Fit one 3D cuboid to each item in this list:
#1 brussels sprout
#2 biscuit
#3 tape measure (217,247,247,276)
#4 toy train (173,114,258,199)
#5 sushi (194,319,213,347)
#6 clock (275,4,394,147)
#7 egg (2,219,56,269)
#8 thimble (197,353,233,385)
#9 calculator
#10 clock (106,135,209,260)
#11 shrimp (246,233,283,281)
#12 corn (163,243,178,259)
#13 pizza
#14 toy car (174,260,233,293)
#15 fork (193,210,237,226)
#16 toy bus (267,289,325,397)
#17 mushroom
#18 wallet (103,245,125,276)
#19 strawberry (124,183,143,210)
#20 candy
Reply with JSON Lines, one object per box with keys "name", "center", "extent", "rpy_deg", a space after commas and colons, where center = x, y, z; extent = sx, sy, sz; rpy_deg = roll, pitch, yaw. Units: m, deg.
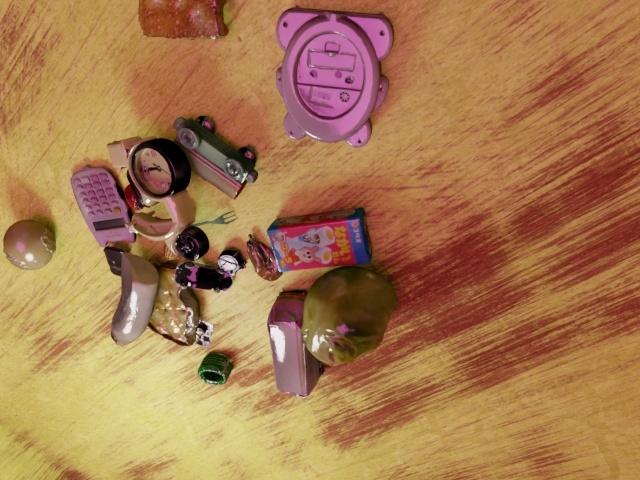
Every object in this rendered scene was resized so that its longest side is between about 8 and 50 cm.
{"name": "brussels sprout", "center": [0.090, 0.242, 1.299], "extent": [0.343, 0.268, 0.345], "rpy_deg": [-5, 114, -12]}
{"name": "biscuit", "center": [-0.558, 0.225, 1.555], "extent": [0.329, 0.078, 0.335], "rpy_deg": [39, 117, 0]}
{"name": "tape measure", "center": [-0.308, 0.073, 1.437], "extent": [0.091, 0.054, 0.094], "rpy_deg": [-33, 113, 24]}
{"name": "toy train", "center": [-0.325, -0.244, 1.250], "extent": [0.285, 0.116, 0.177], "rpy_deg": [34, 132, -7]}
{"name": "sushi", "center": [-0.536, 0.362, 1.656], "extent": [0.200, 0.031, 0.139], "rpy_deg": [19, 120, 3]}
{"name": "clock", "center": [0.029, -0.414, 1.068], "extent": [0.295, 0.113, 0.323], "rpy_deg": [9, 121, 8]}
{"name": "egg", "center": [-1.066, 0.018, 1.524], "extent": [0.164, 0.164, 0.202], "rpy_deg": [17, 122, 3]}
{"name": "thimble", "center": [-0.425, 0.525, 1.684], "extent": [0.130, 0.090, 0.118], "rpy_deg": [-18, 115, 22]}
{"name": "calculator", "center": [-0.755, -0.122, 1.448], "extent": [0.194, 0.043, 0.295], "rpy_deg": [-6, 112, 17]}
{"name": "clock", "center": [-0.490, -0.123, 1.261], "extent": [0.276, 0.120, 0.380], "rpy_deg": [4, 113, 24]}
{"name": "shrimp", "center": [-0.195, 0.056, 1.413], "extent": [0.101, 0.042, 0.190], "rpy_deg": [-29, 109, 3]}
{"name": "corn", "center": [-0.492, -0.011, 1.426], "extent": [0.068, 0.068, 0.207], "rpy_deg": [29, 120, -3]}
{"name": "pizza", "center": [-0.357, -0.654, 1.045], "extent": [0.257, 0.087, 0.269], "rpy_deg": [9, 118, 13]}
{"name": "toy car", "center": [-0.411, 0.128, 1.468], "extent": [0.204, 0.056, 0.096], "rpy_deg": [11, 110, -22]}
{"name": "fork", "center": [-0.391, -0.052, 1.364], "extent": [0.234, 0.021, 0.039], "rpy_deg": [-15, 112, -2]}
{"name": "toy bus", "center": [-0.088, 0.375, 1.486], "extent": [0.170, 0.162, 0.387], "rpy_deg": [3, 118, 13]}
{"name": "mushroom", "center": [-0.688, 0.252, 1.508], "extent": [0.177, 0.125, 0.397], "rpy_deg": [42, 120, 36]}
{"name": "wallet", "center": [-0.754, 0.081, 1.540], "extent": [0.082, 0.018, 0.157], "rpy_deg": [14, 136, -2]}
{"name": "strawberry", "center": [-0.611, -0.151, 1.378], "extent": [0.096, 0.083, 0.083], "rpy_deg": [46, 123, 24]}
{"name": "candy", "center": [0.000, 0.000, 1.302], "extent": [0.305, 0.100, 0.158], "rpy_deg": [-7, 115, 17]}
